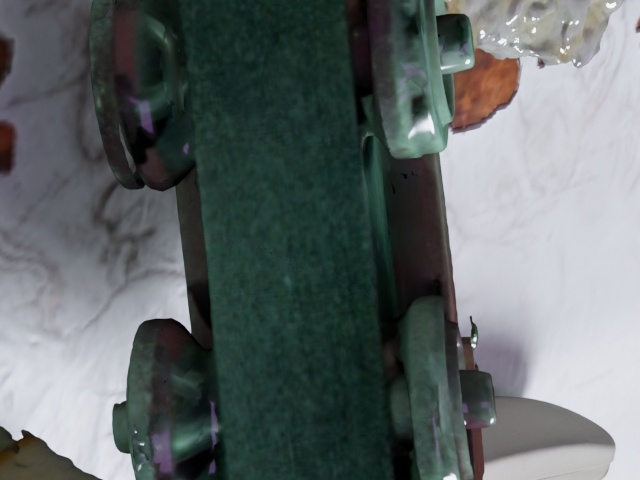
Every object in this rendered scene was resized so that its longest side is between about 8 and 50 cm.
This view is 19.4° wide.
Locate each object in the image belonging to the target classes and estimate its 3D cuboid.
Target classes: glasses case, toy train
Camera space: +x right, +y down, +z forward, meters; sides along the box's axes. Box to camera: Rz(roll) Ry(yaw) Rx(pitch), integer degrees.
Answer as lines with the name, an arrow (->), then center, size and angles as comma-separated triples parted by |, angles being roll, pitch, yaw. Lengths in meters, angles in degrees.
glasses case -> 0.088, 0.121, 1.050 | 0.204, 0.081, 0.051 | -2, 110, -46
toy train -> 0.000, 0.000, 0.780 | 0.221, 0.150, 0.304 | 5, 80, -81

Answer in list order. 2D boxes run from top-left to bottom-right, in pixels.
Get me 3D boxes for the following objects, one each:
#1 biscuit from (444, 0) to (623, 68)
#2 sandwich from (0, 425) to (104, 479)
biscuit -> 0.110, -0.167, 0.938 | 0.265, 0.040, 0.188 | -42, 137, -21
sandwich -> -0.157, 0.171, 0.748 | 0.227, 0.155, 0.198 | 33, 84, -50
